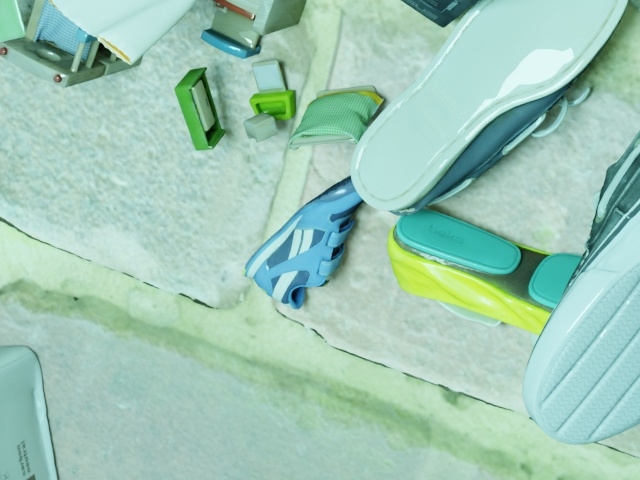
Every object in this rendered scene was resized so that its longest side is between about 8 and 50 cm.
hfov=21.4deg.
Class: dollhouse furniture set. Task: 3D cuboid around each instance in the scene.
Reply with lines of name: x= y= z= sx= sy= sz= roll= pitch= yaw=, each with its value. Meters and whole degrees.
dollhouse furniture set: x=-0.130 y=-0.174 z=1.327 sx=0.183 sy=0.129 sz=0.129 roll=27 pitch=113 yaw=14
dollhouse furniture set: x=-0.032 y=-0.111 z=1.327 sx=0.151 sy=0.076 sz=0.059 roll=-4 pitch=119 yaw=22

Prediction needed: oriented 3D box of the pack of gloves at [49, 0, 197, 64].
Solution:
pack of gloves: x=-0.140 y=-0.264 z=1.258 sx=0.195 sy=0.232 sz=0.046 roll=39 pitch=147 yaw=6

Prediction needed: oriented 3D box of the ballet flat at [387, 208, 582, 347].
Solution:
ballet flat: x=0.156 y=0.042 z=1.304 sx=0.231 sy=0.077 sz=0.077 roll=20 pitch=132 yaw=20

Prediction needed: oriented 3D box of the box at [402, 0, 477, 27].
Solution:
box: x=0.028 y=-0.250 z=1.181 sx=0.232 sy=0.183 sz=0.059 roll=32 pitch=82 yaw=-6

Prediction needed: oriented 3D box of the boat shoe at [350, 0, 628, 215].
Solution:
boat shoe: x=0.133 y=-0.111 z=1.258 sx=0.254 sy=0.079 sz=0.095 roll=-48 pitch=68 yaw=18

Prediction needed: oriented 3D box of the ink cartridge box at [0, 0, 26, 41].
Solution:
ink cartridge box: x=-0.335 y=-0.211 z=1.441 sx=0.209 sy=0.062 sz=0.109 roll=-8 pitch=101 yaw=24

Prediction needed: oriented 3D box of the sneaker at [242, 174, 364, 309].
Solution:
sneaker: x=0.000 y=0.000 z=1.363 sx=0.059 sy=0.053 sz=0.144 roll=49 pitch=125 yaw=5

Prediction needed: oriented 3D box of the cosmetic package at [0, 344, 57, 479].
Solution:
cosmetic package: x=-0.469 y=0.293 z=1.489 sx=0.393 sy=0.327 sz=0.330 roll=-3 pitch=103 yaw=23

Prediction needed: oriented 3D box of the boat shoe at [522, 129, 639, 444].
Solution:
boat shoe: x=0.249 y=-0.008 z=1.193 sx=0.121 sy=0.119 sz=0.335 roll=35 pitch=94 yaw=-29
